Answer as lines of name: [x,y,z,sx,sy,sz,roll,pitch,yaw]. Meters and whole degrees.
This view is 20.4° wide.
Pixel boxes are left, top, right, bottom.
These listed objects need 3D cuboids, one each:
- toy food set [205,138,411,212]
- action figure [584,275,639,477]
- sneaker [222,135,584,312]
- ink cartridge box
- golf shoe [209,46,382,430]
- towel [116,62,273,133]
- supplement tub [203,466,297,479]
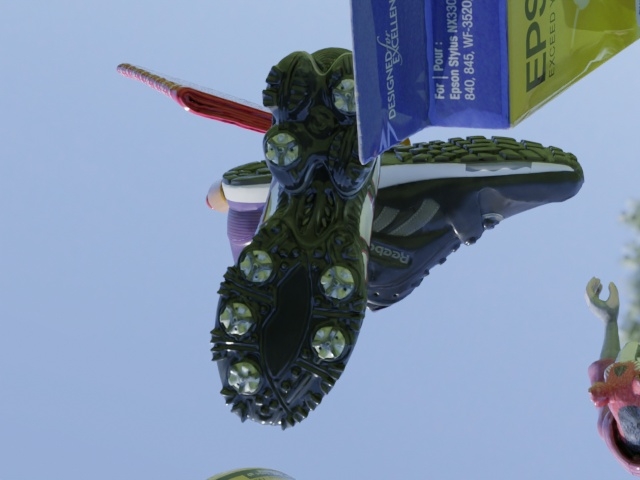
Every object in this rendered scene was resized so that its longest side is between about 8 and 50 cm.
toy food set: [-0.009,-0.055,2.039,0.232,0.111,0.104,-21,-177,-18]
action figure: [0.357,0.207,1.766,0.248,0.276,0.370,19,176,45]
sneaker: [0.069,-0.010,1.416,0.283,0.124,0.107,-6,-168,2]
ink cartridge box: [0.118,-0.232,1.081,0.072,0.304,0.307,10,-152,28]
golf shoe: [0.000,0.000,1.267,0.105,0.273,0.120,15,-173,13]
towel: [-0.133,-0.172,2.247,0.198,0.031,0.275,17,-175,-25]
supplement tub: [-0.023,0.380,1.870,0.228,0.228,0.316,8,-177,-31]
